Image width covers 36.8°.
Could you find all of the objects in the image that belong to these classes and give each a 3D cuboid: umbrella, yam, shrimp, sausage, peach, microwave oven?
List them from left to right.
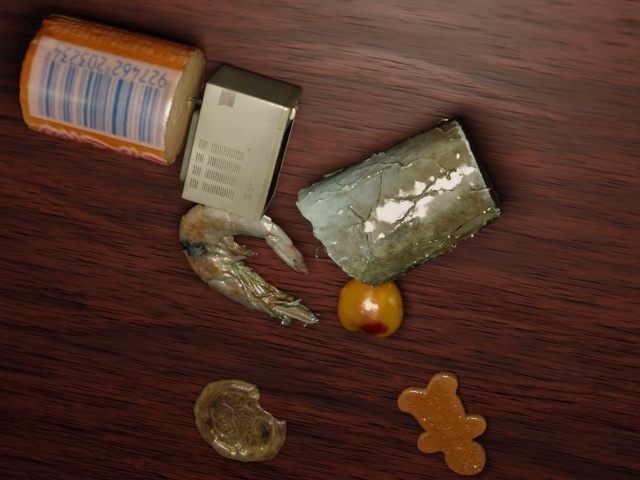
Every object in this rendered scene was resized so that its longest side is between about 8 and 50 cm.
[{"bbox_3d":[-0.382,-0.282,1.795,0.287,0.233,0.233,13,117,4],"label":"sausage"},{"bbox_3d":[-0.158,-0.190,1.841,0.194,0.145,0.240,18,117,3],"label":"microwave oven"},{"bbox_3d":[-0.130,0.052,1.965,0.360,0.085,0.247,40,131,-11],"label":"shrimp"},{"bbox_3d":[0.000,-0.001,1.972,0.031,0.020,0.083,25,123,0],"label":"umbrella"},{"bbox_3d":[0.104,0.130,1.954,0.138,0.138,0.138,5,116,9],"label":"peach"},{"bbox_3d":[0.155,-0.070,1.803,0.348,0.241,0.241,-27,107,20],"label":"yam"}]

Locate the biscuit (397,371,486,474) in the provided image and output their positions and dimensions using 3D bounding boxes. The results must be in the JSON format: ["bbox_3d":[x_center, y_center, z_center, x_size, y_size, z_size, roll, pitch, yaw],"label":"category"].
[{"bbox_3d":[0.279,0.406,2.100,0.165,0.036,0.250,-28,103,23],"label":"biscuit"}]

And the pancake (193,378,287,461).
[{"bbox_3d":[-0.186,0.418,2.204,0.235,0.029,0.212,43,117,-8],"label":"pancake"}]
